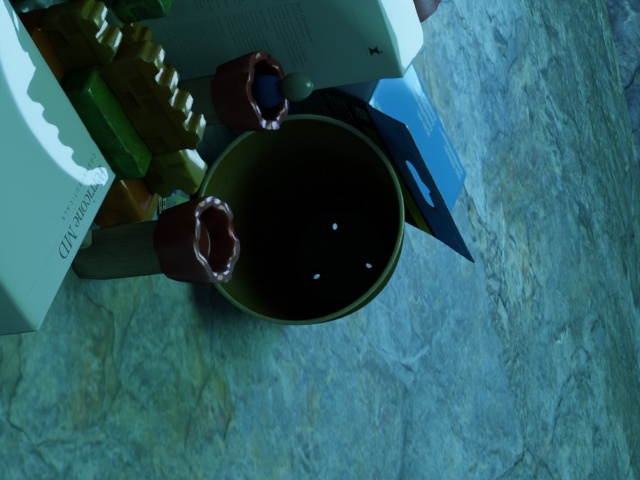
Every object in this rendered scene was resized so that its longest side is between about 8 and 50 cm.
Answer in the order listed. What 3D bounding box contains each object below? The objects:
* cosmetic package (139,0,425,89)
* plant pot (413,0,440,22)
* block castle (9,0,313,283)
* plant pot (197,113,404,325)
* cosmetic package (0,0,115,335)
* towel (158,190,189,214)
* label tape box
[{"bbox_3d":[-0.082,-0.333,1.506,0.097,0.284,0.377,-57,134,-48],"label":"cosmetic package"},{"bbox_3d":[0.050,-0.417,1.870,0.265,0.272,0.272,57,35,-57],"label":"plant pot"},{"bbox_3d":[-0.189,-0.192,1.333,0.453,0.212,0.303,60,34,-40],"label":"block castle"},{"bbox_3d":[0.000,0.000,1.706,0.254,0.237,0.237,44,43,-74],"label":"plant pot"},{"bbox_3d":[-0.326,-0.112,1.091,0.366,0.155,0.197,61,32,-36],"label":"cosmetic package"},{"bbox_3d":[-0.159,-0.055,1.596,0.060,0.009,0.083,29,58,-59],"label":"towel"},{"bbox_3d":[0.069,-0.141,1.734,0.106,0.333,0.241,-45,134,-14],"label":"label tape box"}]
